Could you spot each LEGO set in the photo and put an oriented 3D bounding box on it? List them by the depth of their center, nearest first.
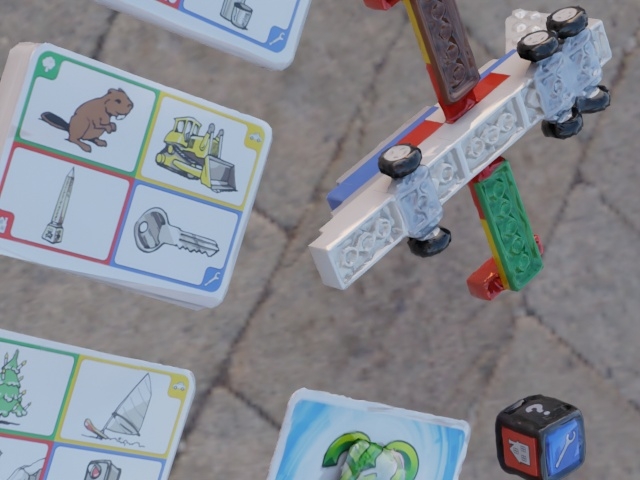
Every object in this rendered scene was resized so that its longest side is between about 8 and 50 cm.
[{"bbox_3d":[0.000,0.000,0.476,0.244,0.060,0.182,16,90,-43],"label":"LEGO set"}]
